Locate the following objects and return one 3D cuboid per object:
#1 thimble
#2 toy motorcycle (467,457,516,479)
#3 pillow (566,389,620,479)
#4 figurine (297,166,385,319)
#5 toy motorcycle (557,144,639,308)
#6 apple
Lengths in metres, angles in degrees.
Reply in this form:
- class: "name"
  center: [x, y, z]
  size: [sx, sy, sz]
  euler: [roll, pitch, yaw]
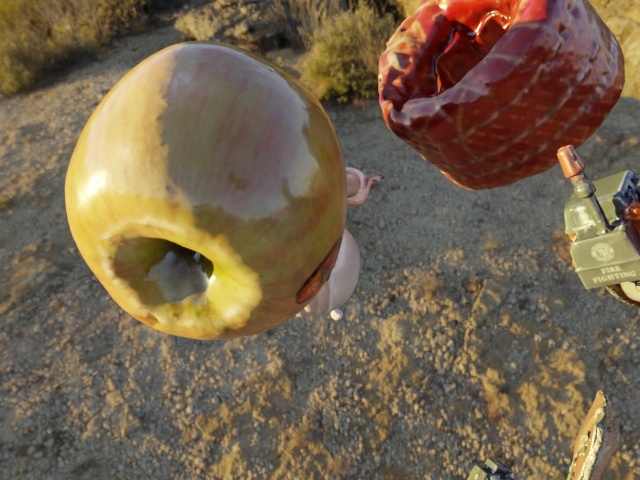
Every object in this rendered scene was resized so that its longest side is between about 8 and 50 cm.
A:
- class: "thimble"
  center: [0.279, -0.275, 0.908]
  size: [0.350, 0.231, 0.350]
  euler: [-34, 39, 34]
- class: "toy motorcycle"
  center: [0.329, 0.452, 0.946]
  size: [0.150, 0.102, 0.221]
  euler: [25, -2, -18]
- class: "pillow"
  center: [0.412, 0.309, 0.840]
  size: [0.043, 0.126, 0.233]
  euler: [25, 9, 24]
- class: "figurine"
  center: [0.000, 0.001, 1.243]
  size: [0.211, 0.361, 0.253]
  euler: [16, 7, -5]
- class: "toy motorcycle"
  center: [0.361, -0.044, 0.469]
  size: [0.326, 0.221, 0.148]
  euler: [-20, 15, 46]
- class: "apple"
  center: [-0.146, -0.072, 0.780]
  size: [0.392, 0.391, 0.346]
  euler: [0, 44, 12]
